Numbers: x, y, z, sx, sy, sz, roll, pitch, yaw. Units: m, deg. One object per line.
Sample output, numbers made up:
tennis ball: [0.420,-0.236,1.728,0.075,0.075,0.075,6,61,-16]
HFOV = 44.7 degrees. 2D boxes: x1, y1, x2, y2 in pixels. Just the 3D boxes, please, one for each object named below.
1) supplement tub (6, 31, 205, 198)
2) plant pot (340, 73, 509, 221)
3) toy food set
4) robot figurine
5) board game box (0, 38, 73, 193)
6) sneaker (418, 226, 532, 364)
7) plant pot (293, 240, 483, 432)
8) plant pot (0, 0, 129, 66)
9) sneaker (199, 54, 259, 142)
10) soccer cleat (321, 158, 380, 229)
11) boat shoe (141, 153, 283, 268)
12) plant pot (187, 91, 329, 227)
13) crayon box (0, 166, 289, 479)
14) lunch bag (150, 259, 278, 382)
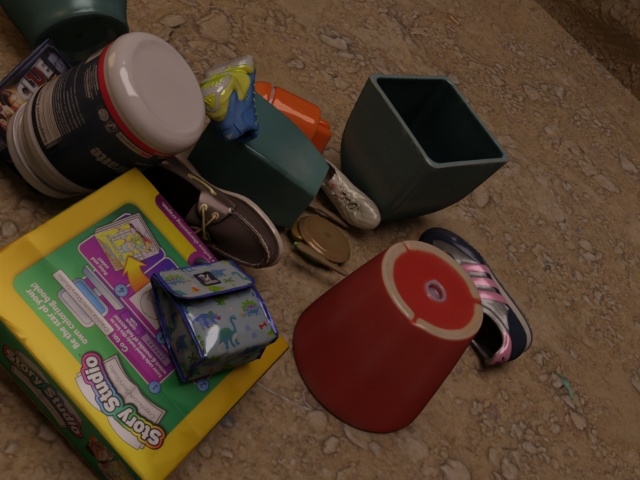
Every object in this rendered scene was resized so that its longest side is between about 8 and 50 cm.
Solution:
supplement tub: [-0.334,-0.187,1.211,0.191,0.272,0.191,36,44,-44]
plant pot: [0.183,-0.172,1.636,0.248,0.252,0.247,-9,59,-40]
toy food set: [0.000,0.000,1.520,0.132,0.038,0.192,32,30,-14]
robot figurine: [-0.087,-0.249,1.614,0.219,0.128,0.158,23,64,-17]
board game box: [-0.473,-0.215,1.322,0.165,0.042,0.243,51,34,-27]
sneaker: [0.291,0.108,1.562,0.131,0.112,0.319,-21,65,-48]
plant pot: [0.126,0.147,1.311,0.275,0.243,0.275,20,44,-20]
plant pot: [-0.482,-0.478,1.462,0.272,0.272,0.255,-11,74,-41]
sneaker: [-0.153,-0.239,1.356,0.240,0.091,0.126,-67,139,-60]
soccer cleat: [0.045,-0.096,1.587,0.196,0.068,0.076,47,0,27]
boat shoe: [-0.210,-0.053,1.343,0.324,0.116,0.097,39,26,9]
plant pot: [-0.116,-0.144,1.474,0.234,0.166,0.165,34,41,-9]
crayon box: [-0.268,0.121,1.097,0.363,0.106,0.313,50,47,-3]
lunch bag: [-0.149,0.098,1.067,0.129,0.096,0.151,-10,61,-38]
